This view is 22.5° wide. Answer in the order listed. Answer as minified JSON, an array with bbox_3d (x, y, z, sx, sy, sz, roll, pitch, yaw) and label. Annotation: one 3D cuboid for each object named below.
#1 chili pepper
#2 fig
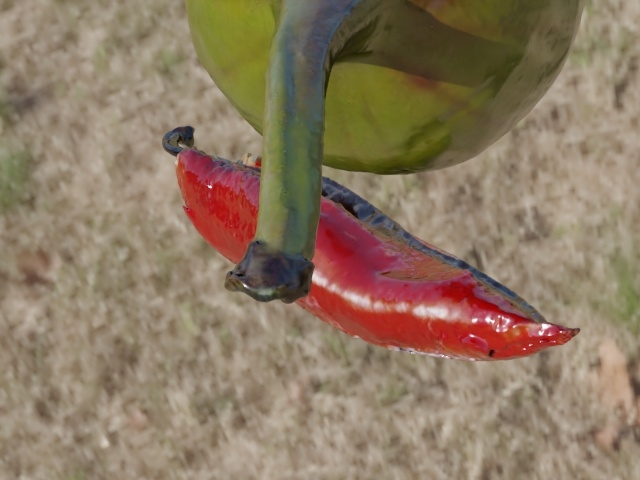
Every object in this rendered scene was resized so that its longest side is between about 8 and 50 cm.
[{"bbox_3d":[0.000,0.000,0.602,0.268,0.059,0.050,32,100,50],"label":"chili pepper"},{"bbox_3d":[0.004,-0.055,0.440,0.124,0.124,0.236,-3,24,16],"label":"fig"}]
